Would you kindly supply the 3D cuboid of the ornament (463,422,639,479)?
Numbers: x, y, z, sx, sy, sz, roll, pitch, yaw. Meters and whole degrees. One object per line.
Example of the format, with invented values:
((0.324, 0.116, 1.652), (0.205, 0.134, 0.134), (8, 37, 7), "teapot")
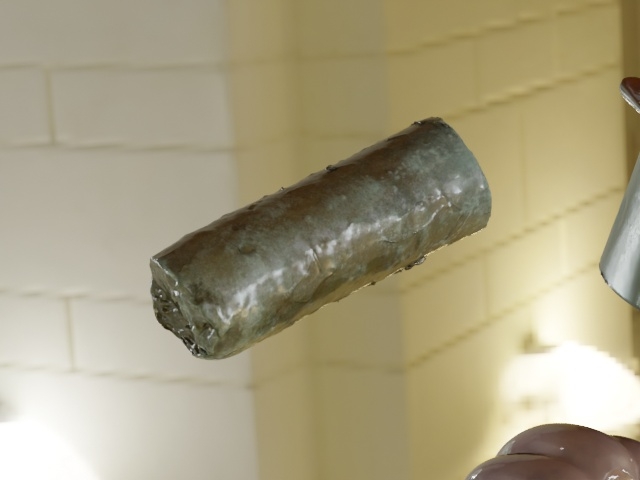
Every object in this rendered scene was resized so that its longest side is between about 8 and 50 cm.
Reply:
((0.185, 0.218, 1.421), (0.178, 0.177, 0.177), (-3, -169, 1), "ornament")

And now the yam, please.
((0.000, 0.000, 1.326), (0.259, 0.093, 0.093), (-27, -158, -32), "yam")

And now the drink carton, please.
((0.367, -0.026, 1.884), (0.191, 0.189, 0.185), (6, -157, -20), "drink carton")
